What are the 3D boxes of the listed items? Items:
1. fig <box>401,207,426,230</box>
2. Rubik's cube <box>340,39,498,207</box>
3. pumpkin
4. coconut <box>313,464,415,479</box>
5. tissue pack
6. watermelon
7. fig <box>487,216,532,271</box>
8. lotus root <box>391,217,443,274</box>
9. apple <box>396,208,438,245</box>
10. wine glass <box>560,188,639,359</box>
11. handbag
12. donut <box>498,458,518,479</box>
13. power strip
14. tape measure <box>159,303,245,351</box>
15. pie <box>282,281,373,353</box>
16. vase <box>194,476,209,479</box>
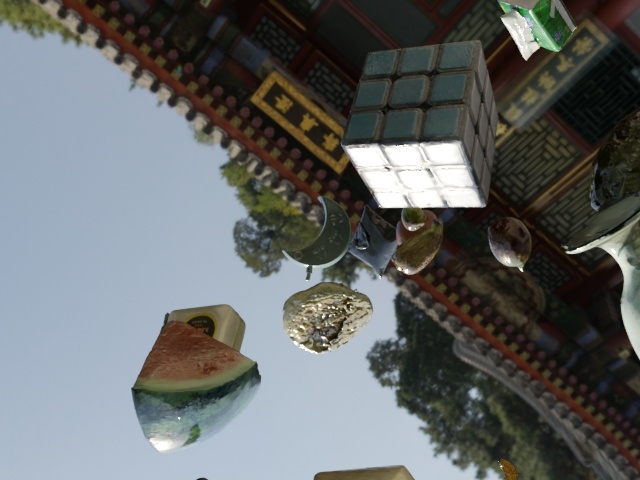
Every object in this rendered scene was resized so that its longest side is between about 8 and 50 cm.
[{"bbox_3d":[0.280,-0.075,1.832,0.074,0.074,0.088,-3,-114,-52],"label":"fig"},{"bbox_3d":[0.266,-0.280,1.519,0.304,0.300,0.305,47,-130,-53],"label":"Rubik's cube"},{"bbox_3d":[0.752,-0.186,1.314,0.242,0.324,0.232,-62,-39,-77],"label":"pumpkin"},{"bbox_3d":[0.100,0.600,1.224,0.328,0.329,0.329,30,-147,-23],"label":"coconut"},{"bbox_3d":[0.632,-0.657,1.799,0.209,0.156,0.148,31,-172,-42],"label":"tissue pack"},{"bbox_3d":[-0.289,0.301,1.350,0.283,0.250,0.293,-25,-99,-18],"label":"watermelon"},{"bbox_3d":[0.476,0.016,1.493,0.155,0.103,0.109,54,-143,-33],"label":"fig"},{"bbox_3d":[0.291,0.020,1.725,0.094,0.190,0.108,53,-161,16],"label":"lotus root"},{"bbox_3d":[0.343,-0.024,2.126,0.147,0.155,0.158,76,-166,-50],"label":"apple"},{"bbox_3d":[0.563,0.097,0.974,0.357,0.190,0.190,55,-149,4],"label":"wine glass"},{"bbox_3d":[0.219,0.004,2.481,0.088,0.254,0.211,-24,-123,-42],"label":"handbag"},{"bbox_3d":[0.581,0.729,1.884,0.083,0.067,0.038,42,180,26],"label":"donut"},{"bbox_3d":[0.000,0.000,1.807,0.167,0.253,0.054,29,167,9],"label":"power strip"},{"bbox_3d":[-0.366,0.317,1.774,0.133,0.270,0.232,60,-148,-44],"label":"tape measure"},{"bbox_3d":[0.027,0.267,2.080,0.339,0.339,0.077,22,-149,-33],"label":"pie"},{"bbox_3d":[-0.247,0.640,1.433,0.059,0.060,0.211,19,179,-36],"label":"vase"}]
